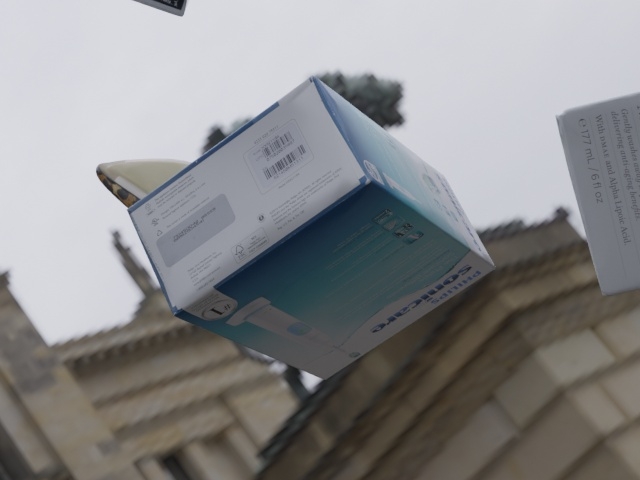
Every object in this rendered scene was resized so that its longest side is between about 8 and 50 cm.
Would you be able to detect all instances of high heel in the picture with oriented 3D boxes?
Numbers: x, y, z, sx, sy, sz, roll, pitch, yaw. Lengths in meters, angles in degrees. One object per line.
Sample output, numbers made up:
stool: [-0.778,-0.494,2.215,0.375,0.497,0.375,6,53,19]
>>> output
high heel: [-0.130,0.017,1.745,0.186,0.261,0.093,115,175,-47]

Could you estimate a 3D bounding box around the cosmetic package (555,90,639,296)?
cosmetic package: [0.469,-0.085,1.781,0.384,0.217,0.156,-15,1,11]

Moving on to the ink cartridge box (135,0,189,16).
ink cartridge box: [-0.258,-0.359,2.088,0.208,0.206,0.045,-90,19,-69]

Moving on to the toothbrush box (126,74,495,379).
toothbrush box: [0.000,0.000,1.527,0.216,0.126,0.295,-35,-29,16]
